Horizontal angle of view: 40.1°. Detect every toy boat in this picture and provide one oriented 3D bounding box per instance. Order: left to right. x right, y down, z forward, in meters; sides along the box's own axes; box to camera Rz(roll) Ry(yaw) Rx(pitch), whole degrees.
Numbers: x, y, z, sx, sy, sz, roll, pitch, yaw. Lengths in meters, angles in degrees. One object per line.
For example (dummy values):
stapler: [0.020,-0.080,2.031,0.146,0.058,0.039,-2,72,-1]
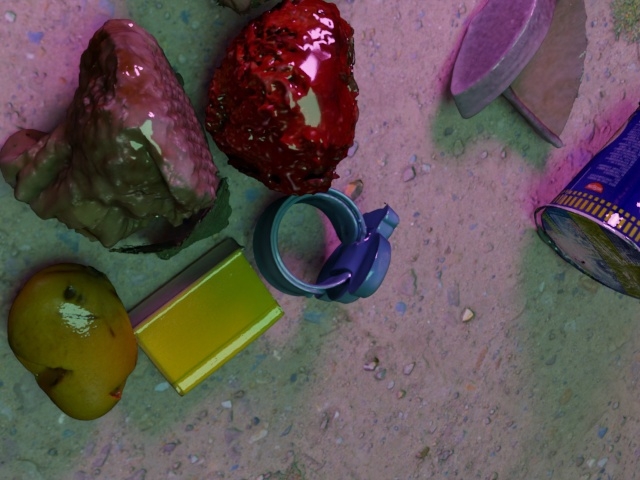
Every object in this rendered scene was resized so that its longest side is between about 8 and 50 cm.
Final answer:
toy boat: [0.358,-0.318,1.495,0.293,0.111,0.276,6,112,-42]

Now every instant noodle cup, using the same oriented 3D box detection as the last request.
instant noodle cup: [0.600,-0.091,1.632,0.312,0.284,0.284,-52,125,-10]

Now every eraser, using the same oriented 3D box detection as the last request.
eraser: [-0.184,0.123,1.385,0.226,0.069,0.158,-37,125,-10]

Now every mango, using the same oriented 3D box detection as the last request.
mango: [-0.351,0.152,1.270,0.167,0.130,0.262,-23,124,-12]

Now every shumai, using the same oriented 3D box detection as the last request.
shumai: [-0.287,-0.117,1.115,0.262,0.314,0.267,-25,106,0]

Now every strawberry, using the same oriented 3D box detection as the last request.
strawberry: [-0.054,-0.193,1.232,0.220,0.274,0.274,-5,116,4]

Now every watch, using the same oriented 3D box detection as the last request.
watch: [0.000,0.000,1.390,0.193,0.211,0.211,29,95,-18]

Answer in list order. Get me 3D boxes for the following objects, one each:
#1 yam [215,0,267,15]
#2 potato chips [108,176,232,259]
yam: [-0.032,-0.443,1.163,0.300,0.195,0.195,-32,122,-13]
potato chips: [-0.202,-0.015,1.270,0.228,0.167,0.059,-36,88,-30]
